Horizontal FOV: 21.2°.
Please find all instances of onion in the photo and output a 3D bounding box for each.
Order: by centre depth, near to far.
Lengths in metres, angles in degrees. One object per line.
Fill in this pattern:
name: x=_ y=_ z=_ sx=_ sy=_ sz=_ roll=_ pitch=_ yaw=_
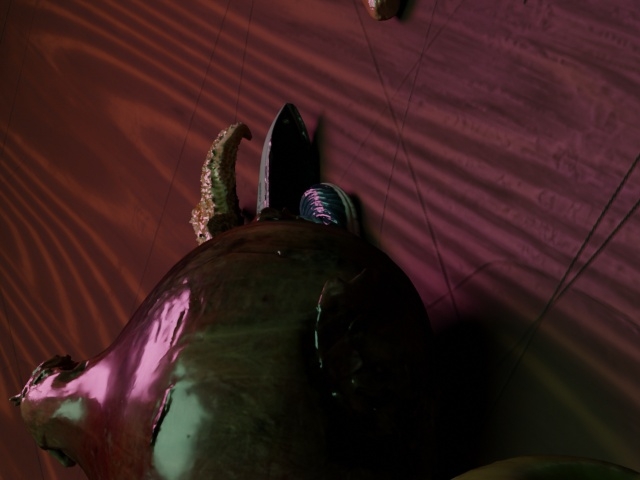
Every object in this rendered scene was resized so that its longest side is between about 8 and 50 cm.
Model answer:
onion: x=-0.042 y=0.147 z=1.388 sx=0.354 sy=0.354 sz=0.353 roll=-33 pitch=51 yaw=53

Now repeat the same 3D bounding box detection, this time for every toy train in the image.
toy train: x=-0.035 y=-0.014 z=1.672 sx=0.048 sy=0.055 sz=0.251 roll=135 pitch=139 yaw=-60

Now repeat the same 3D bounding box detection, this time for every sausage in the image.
sausage: x=0.051 y=-0.238 z=1.617 sx=0.034 sy=0.034 sz=0.083 roll=-62 pitch=30 yaw=27

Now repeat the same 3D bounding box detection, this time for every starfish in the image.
starfish: x=-0.099 y=-0.002 z=1.711 sx=0.216 sy=0.071 sz=0.238 roll=177 pitch=102 yaw=-77

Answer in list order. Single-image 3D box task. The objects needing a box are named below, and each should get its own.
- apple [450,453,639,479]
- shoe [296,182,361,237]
apple: x=0.154 y=0.254 z=1.004 sx=0.279 sy=0.279 sz=0.279 roll=-33 pitch=51 yaw=53
shoe: x=0.000 y=0.000 z=1.579 sx=0.064 sy=0.071 sz=0.143 roll=-57 pitch=29 yaw=33
